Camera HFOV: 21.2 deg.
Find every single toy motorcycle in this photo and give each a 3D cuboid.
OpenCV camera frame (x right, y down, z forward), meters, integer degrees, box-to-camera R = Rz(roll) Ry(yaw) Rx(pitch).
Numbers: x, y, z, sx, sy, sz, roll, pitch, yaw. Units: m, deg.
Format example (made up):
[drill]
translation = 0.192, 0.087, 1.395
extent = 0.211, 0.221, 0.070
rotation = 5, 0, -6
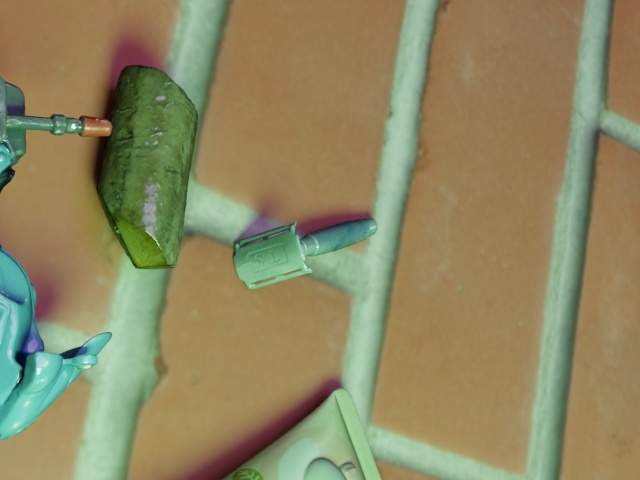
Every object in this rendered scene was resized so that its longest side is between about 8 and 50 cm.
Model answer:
[toy motorcycle]
translation = -0.227, 0.014, 1.103
extent = 0.182, 0.123, 0.272
rotation = 3, 76, -26

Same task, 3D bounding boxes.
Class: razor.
[razor]
translation = 0.000, 0.000, 1.328
extent = 0.135, 0.068, 0.040
rotation = -18, 92, -51

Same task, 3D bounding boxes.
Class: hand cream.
[hand cream]
translation = -0.051, 0.222, 1.209
extent = 0.306, 0.093, 0.147
rotation = -25, 94, -48

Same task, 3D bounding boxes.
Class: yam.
[yam]
translation = -0.127, -0.050, 1.230
extent = 0.070, 0.070, 0.146
rotation = 21, 67, -32
